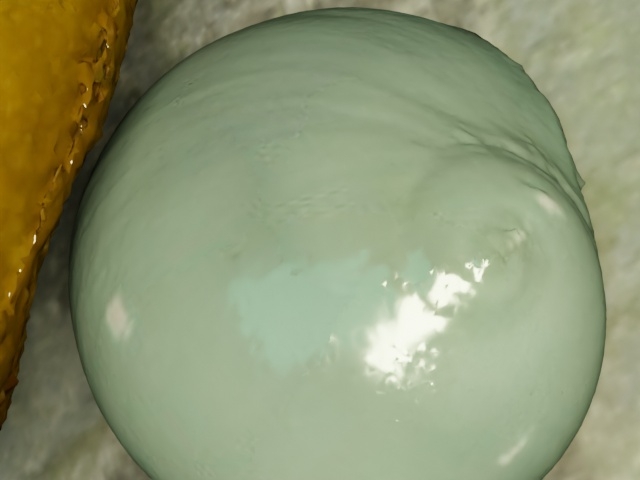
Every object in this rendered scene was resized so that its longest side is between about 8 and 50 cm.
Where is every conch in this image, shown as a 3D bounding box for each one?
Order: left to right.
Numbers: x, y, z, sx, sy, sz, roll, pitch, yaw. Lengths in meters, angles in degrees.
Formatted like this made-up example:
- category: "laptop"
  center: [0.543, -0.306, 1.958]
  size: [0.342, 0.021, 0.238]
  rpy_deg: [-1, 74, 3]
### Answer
- category: "conch"
  center: [0.000, -0.002, 0.485]
  size: [0.185, 0.121, 0.221]
  rpy_deg: [-36, 48, -13]

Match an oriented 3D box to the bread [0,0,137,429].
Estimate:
- category: "bread"
  center: [-0.151, -0.053, 0.526]
  size: [0.328, 0.148, 0.337]
  rpy_deg: [133, 147, -70]
